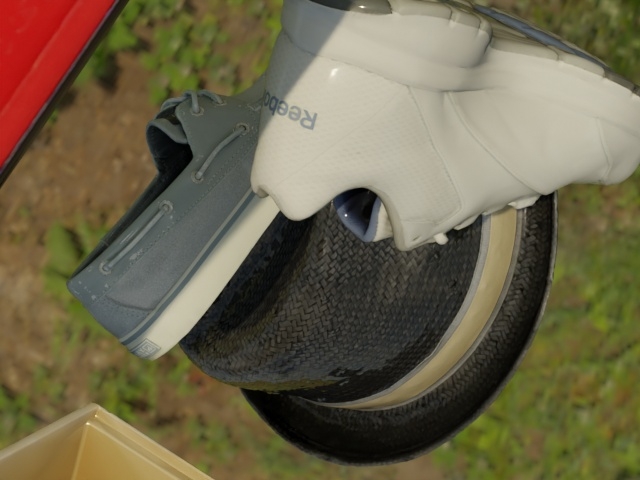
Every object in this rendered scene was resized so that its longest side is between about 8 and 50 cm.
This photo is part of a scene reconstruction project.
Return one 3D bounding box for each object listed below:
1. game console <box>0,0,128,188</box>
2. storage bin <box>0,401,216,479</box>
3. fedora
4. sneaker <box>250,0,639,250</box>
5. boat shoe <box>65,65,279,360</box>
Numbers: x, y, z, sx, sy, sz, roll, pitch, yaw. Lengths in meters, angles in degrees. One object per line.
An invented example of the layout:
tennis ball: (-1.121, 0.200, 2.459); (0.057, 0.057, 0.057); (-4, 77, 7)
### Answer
game console: (-0.158, -0.108, 0.676); (0.060, 0.386, 0.342); (31, 110, -32)
storage bin: (-0.131, 0.248, 1.144); (0.260, 0.262, 0.123); (29, 118, 22)
fedora: (0.000, 0.000, 1.316); (0.334, 0.152, 0.334); (2, 93, 41)
sneaker: (0.064, -0.059, 0.973); (0.111, 0.129, 0.297); (32, -166, 39)
boat shoe: (-0.061, -0.043, 1.069); (0.081, 0.227, 0.079); (39, 154, -15)
